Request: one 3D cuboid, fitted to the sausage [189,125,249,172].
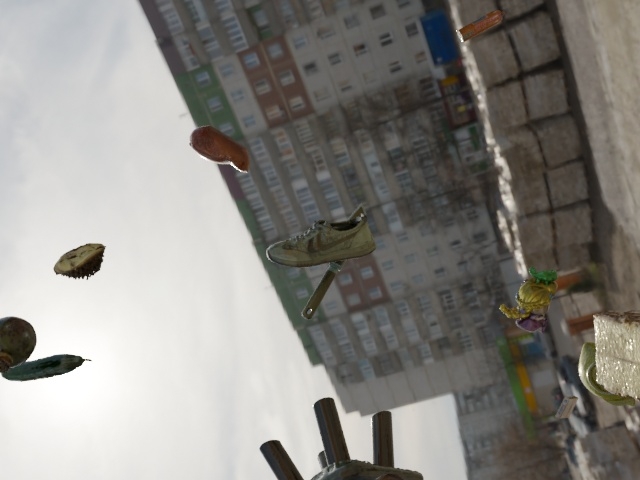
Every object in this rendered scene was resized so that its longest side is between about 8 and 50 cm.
[{"bbox_3d":[-0.260,-0.241,1.874,0.179,0.089,0.089,28,-160,-3],"label":"sausage"}]

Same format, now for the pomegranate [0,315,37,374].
[{"bbox_3d":[-0.708,0.237,1.628,0.130,0.130,0.130,-18,-90,-78],"label":"pomegranate"}]

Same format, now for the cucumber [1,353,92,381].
[{"bbox_3d":[-0.669,0.309,1.726,0.056,0.250,0.056,-13,-90,-79],"label":"cucumber"}]

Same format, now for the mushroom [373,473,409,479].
[{"bbox_3d":[0.147,0.551,1.493,0.052,0.123,0.123,63,-165,-53],"label":"mushroom"}]

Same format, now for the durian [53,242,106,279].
[{"bbox_3d":[-0.517,0.051,1.545,0.052,0.130,0.066,57,-166,-57],"label":"durian"}]

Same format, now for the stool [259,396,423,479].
[{"bbox_3d":[0.047,0.565,1.779,0.310,0.310,0.226,23,-144,-41],"label":"stool"}]

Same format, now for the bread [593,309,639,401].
[{"bbox_3d":[0.843,0.272,1.707,0.279,0.279,0.207,178,91,-82],"label":"bread"}]

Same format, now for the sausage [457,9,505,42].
[{"bbox_3d":[0.349,-0.466,1.540,0.031,0.107,0.031,61,-171,-16],"label":"sausage"}]

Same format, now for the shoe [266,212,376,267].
[{"bbox_3d":[0.000,0.000,1.776,0.103,0.275,0.098,-129,30,-73],"label":"shoe"}]

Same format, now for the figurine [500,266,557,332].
[{"bbox_3d":[0.493,0.131,1.682,0.095,0.115,0.156,-65,-15,-58],"label":"figurine"}]

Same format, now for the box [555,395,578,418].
[{"bbox_3d":[0.496,0.335,1.434,0.083,0.012,0.046,17,-82,-58],"label":"box"}]

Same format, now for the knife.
[{"bbox_3d":[0.035,0.052,1.902,0.061,0.343,0.027,30,172,7],"label":"knife"}]

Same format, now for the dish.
[{"bbox_3d":[0.786,0.373,1.950,0.207,0.149,0.080,53,-155,15],"label":"dish"}]
